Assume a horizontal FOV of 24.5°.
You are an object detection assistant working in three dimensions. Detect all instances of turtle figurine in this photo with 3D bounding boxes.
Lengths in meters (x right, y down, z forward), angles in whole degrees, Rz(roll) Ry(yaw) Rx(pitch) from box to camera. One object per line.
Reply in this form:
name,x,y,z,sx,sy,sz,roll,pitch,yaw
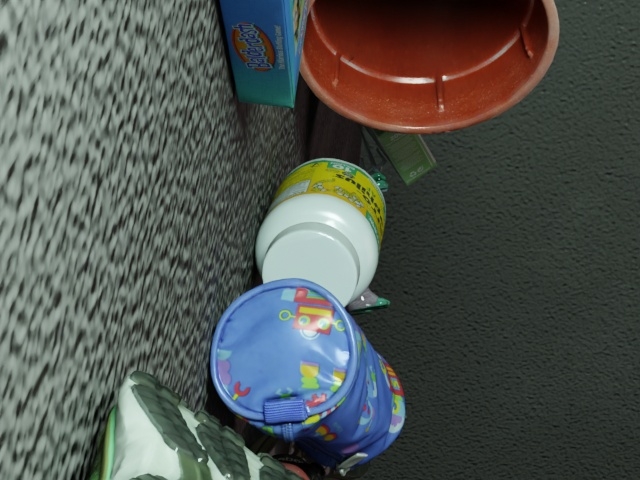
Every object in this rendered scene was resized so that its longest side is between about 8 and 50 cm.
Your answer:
turtle figurine,0.033,-0.022,1.902,0.175,0.118,0.234,96,-13,-84

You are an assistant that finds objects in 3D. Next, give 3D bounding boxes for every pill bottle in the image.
pill bottle,0.000,0.000,1.420,0.208,0.118,0.117,-70,167,-71

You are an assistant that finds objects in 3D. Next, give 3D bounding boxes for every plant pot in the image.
plant pot,0.107,-0.304,1.594,0.272,0.272,0.265,93,-2,-50

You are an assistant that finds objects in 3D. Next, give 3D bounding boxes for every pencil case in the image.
pencil case,-0.004,0.126,1.280,0.306,0.119,0.133,54,28,-71

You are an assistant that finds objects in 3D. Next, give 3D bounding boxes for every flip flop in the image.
flip flop,-0.022,0.227,1.610,0.277,0.080,0.112,-23,105,-59

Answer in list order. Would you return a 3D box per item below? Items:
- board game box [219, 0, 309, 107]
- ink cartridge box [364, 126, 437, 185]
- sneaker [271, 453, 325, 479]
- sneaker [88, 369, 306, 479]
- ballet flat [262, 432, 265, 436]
board game box,-0.034,-0.209,1.048,0.210,0.047,0.160,85,12,-71
ink cartridge box,0.056,-0.194,1.830,0.171,0.056,0.235,58,3,35
sneaker,-0.044,0.246,1.365,0.276,0.098,0.135,95,4,-61
sneaker,-0.087,0.185,0.683,0.182,0.158,0.410,-52,-179,5
ballet flat,-0.040,0.177,1.698,0.070,0.070,0.188,-62,160,-80
